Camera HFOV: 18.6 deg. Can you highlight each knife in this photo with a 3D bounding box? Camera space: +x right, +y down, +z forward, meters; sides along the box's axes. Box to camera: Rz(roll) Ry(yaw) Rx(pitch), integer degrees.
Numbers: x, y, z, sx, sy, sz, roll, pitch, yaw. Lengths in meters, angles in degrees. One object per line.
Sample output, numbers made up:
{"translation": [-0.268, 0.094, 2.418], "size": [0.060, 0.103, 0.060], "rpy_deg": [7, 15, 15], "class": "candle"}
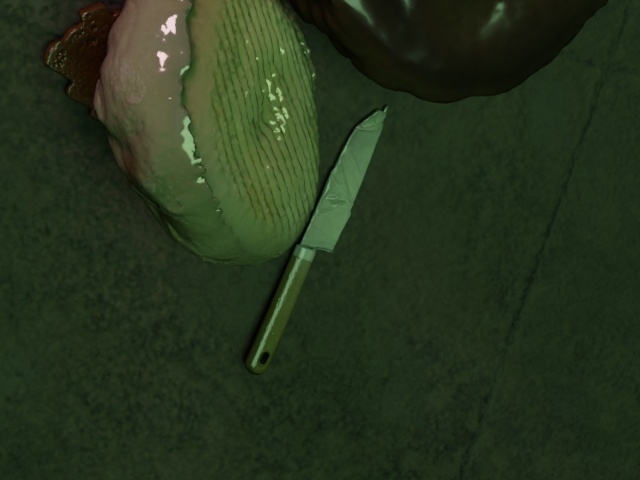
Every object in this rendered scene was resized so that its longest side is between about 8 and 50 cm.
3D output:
{"translation": [-0.001, -0.001, 1.943], "size": [0.047, 0.017, 0.297], "rpy_deg": [20, 96, -30], "class": "knife"}

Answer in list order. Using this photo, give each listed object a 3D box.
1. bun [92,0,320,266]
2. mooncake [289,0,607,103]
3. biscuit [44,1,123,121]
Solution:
{"translation": [-0.105, -0.112, 1.752], "size": [0.146, 0.287, 0.287], "rpy_deg": [-7, 121, 27], "class": "bun"}
{"translation": [0.107, -0.295, 1.786], "size": [0.324, 0.187, 0.324], "rpy_deg": [-7, 109, -21], "class": "mooncake"}
{"translation": [-0.191, -0.156, 1.799], "size": [0.119, 0.019, 0.130], "rpy_deg": [-23, 116, -16], "class": "biscuit"}
